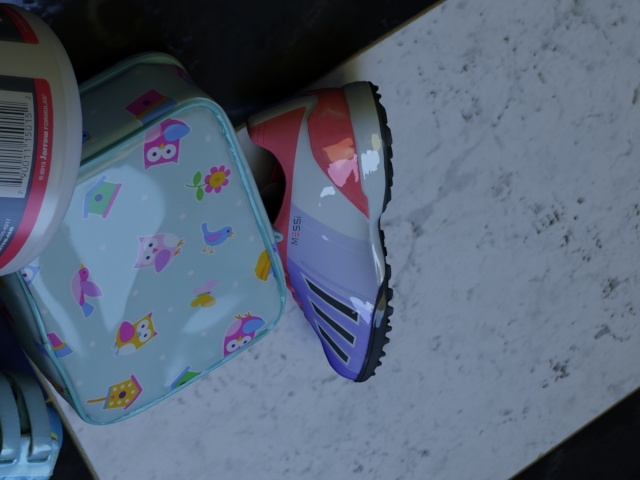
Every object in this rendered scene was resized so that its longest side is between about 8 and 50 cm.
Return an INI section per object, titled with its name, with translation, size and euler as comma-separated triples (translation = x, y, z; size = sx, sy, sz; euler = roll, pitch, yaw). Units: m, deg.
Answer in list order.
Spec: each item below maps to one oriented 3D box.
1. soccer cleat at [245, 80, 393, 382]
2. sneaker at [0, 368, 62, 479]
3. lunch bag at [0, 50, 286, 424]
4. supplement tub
[soccer cleat]
translation = 0.000, 0.000, 1.643
size = 0.116, 0.109, 0.318
euler = -7, 134, -6
[sneaker]
translation = -0.290, 0.110, 1.466
size = 0.208, 0.127, 0.319
euler = -12, 138, -29
[lunch bag]
translation = -0.146, 0.000, 1.504
size = 0.224, 0.108, 0.279
euler = -34, 137, -16
[supplement tub]
translation = -0.312, -0.072, 1.250
size = 0.272, 0.191, 0.191
euler = 2, 120, -40
